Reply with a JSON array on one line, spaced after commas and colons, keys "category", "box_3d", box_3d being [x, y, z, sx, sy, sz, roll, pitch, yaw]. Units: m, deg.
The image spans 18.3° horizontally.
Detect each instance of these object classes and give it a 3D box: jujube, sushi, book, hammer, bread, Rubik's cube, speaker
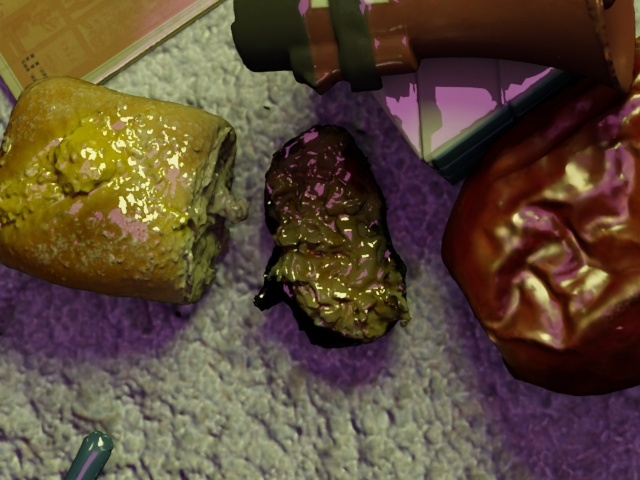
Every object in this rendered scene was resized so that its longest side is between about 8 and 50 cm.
[{"category": "jujube", "box_3d": [0.299, -0.029, 1.808, 0.377, 0.276, 0.276, -36, 84, 11]}, {"category": "sushi", "box_3d": [0.000, 0.000, 1.903, 0.147, 0.115, 0.212, -12, 86, 4]}, {"category": "book", "box_3d": [-0.231, -0.248, 1.990, 0.241, 0.018, 0.170, -33, 83, 3]}, {"category": "hammer", "box_3d": [-0.253, 0.276, 1.939, 0.116, 0.069, 0.194, 27, 85, 8]}, {"category": "bread", "box_3d": [-0.191, -0.046, 1.894, 0.246, 0.176, 0.196, 12, 91, 5]}, {"category": "Rubik's cube", "box_3d": [0.136, -0.209, 1.845, 0.231, 0.224, 0.221, -36, 83, 4]}, {"category": "speaker", "box_3d": [0.094, -0.250, 1.655, 0.329, 0.198, 0.259, 2, 99, 16]}]
